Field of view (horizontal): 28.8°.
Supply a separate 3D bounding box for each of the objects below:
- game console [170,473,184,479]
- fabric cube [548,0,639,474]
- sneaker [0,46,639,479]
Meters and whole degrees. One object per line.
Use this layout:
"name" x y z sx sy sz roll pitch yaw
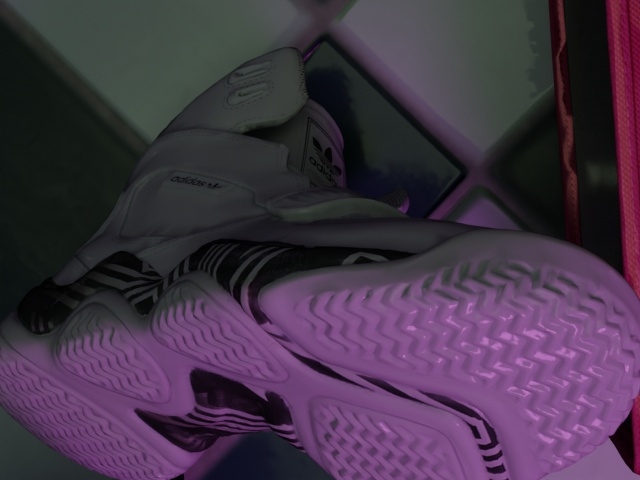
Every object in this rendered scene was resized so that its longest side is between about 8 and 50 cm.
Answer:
"game console" -0.229 0.203 0.632 0.293 0.250 0.173 -34 49 7
"fabric cube" 0.250 -0.042 0.579 0.258 0.259 0.254 -3 92 7
"sneaker" 0.000 0.000 0.582 0.365 0.210 0.137 -10 130 44
